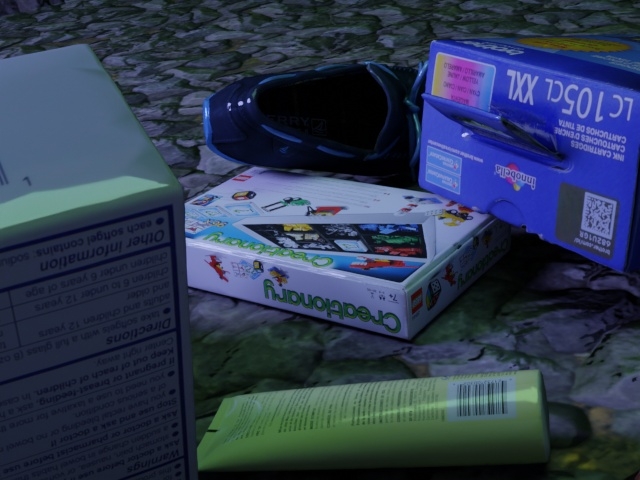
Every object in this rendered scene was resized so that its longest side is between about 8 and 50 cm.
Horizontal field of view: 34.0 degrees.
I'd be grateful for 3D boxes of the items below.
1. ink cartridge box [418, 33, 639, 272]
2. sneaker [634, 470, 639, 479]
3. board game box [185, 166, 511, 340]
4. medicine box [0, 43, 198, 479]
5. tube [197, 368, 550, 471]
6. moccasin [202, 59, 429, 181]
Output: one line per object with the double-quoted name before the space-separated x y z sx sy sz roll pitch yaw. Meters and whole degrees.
"ink cartridge box" 0.274 -0.094 0.938 0.395 0.151 0.270 -10 23 -31
"sneaker" 0.218 0.197 0.464 0.112 0.121 0.299 19 18 -17
"board game box" 0.000 0.000 0.990 0.305 0.053 0.193 11 29 34
"medicine box" -0.217 0.070 0.585 0.263 0.289 0.149 -16 46 -21
"tube" 0.033 0.126 0.714 0.240 0.062 0.070 -5 -20 14
"moccasin" 0.046 -0.124 1.118 0.342 0.138 0.117 -12 0 -32
